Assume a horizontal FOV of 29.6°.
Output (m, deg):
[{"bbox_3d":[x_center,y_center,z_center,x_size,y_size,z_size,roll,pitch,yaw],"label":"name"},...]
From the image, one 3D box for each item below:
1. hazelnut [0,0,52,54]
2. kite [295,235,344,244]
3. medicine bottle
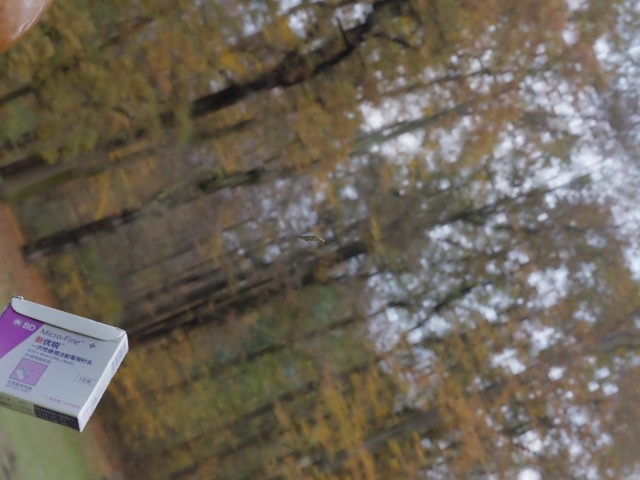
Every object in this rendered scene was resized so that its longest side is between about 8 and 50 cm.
[{"bbox_3d":[-0.450,-0.364,1.339,0.372,0.315,0.372,2,-87,50],"label":"hazelnut"},{"bbox_3d":[-0.004,0.001,1.865,0.044,0.078,0.002,-8,-109,51],"label":"kite"},{"bbox_3d":[-0.408,0.182,1.799,0.052,0.201,0.171,91,19,-48],"label":"medicine bottle"}]
